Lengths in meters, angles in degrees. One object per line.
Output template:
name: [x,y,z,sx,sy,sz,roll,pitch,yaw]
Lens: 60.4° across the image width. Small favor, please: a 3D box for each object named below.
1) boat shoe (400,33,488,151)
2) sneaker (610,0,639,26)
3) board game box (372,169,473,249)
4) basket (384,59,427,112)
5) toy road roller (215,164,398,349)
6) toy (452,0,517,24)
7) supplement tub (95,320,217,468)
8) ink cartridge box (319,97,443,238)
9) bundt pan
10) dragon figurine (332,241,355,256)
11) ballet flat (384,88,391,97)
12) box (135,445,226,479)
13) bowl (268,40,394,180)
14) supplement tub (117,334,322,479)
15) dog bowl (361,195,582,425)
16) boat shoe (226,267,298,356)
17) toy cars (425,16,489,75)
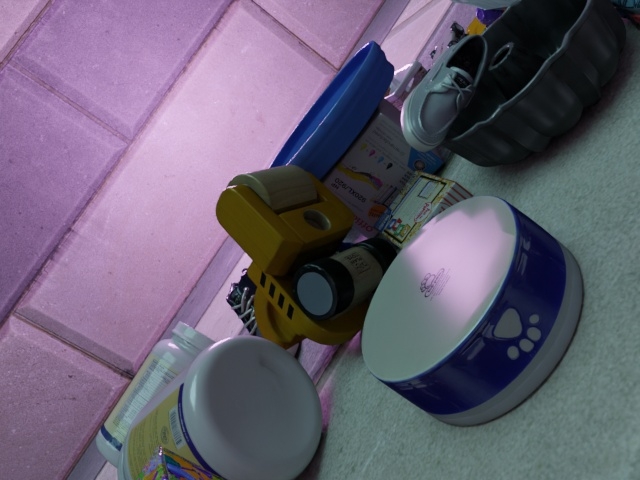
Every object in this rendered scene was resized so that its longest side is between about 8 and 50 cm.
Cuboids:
boat shoe: [0.193,-0.233,0.831,0.227,0.079,0.081,-60,12,-28]
sneaker: [0.438,-0.382,0.786,0.104,0.125,0.262,-51,16,14]
board game box: [0.179,-0.051,1.011,0.147,0.045,0.193,-53,16,5]
basket: [0.222,-0.379,1.435,0.113,0.103,0.167,-57,17,-6]
toy road roller: [-0.049,0.046,0.989,0.202,0.329,0.240,-20,-28,-50]
toy: [0.348,-0.441,1.040,0.237,0.056,0.137,-20,40,-24]
supplement tub: [-0.333,0.377,1.282,0.325,0.235,0.235,-59,17,-15]
ink cartridge box: [0.114,-0.158,1.183,0.232,0.171,0.168,-49,17,24]
bundt pan: [0.322,-0.250,0.859,0.331,0.124,0.331,-49,16,20]
dragon figurine: [0.000,0.000,1.146,0.085,0.289,0.144,-50,-21,11]
ballet flat: [0.116,-0.308,1.635,0.342,0.116,0.124,-41,40,30]
box: [-0.054,0.354,0.454,0.177,0.279,0.290,-58,16,-12]
bowl: [0.015,-0.252,1.206,0.391,0.077,0.391,-49,14,17]
supplement tub: [-0.180,0.332,0.925,0.331,0.241,0.241,-43,20,36]
dog bowl: [0.171,0.079,0.672,0.265,0.104,0.265,-48,17,21]
boat shoe: [-0.148,0.183,1.273,0.127,0.158,0.340,-52,16,10]
toy cars: [0.340,-0.430,1.244,0.176,0.087,0.393,-60,12,6]
